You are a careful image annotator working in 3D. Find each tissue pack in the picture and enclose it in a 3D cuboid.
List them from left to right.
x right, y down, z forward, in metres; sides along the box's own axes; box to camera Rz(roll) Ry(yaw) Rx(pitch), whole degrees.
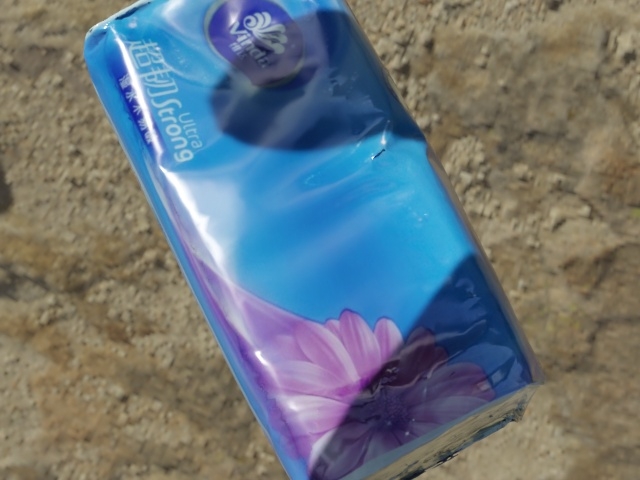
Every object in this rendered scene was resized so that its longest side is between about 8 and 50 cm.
[{"bbox_3d":[0.000,0.000,0.722,0.263,0.146,0.198,61,177,14],"label":"tissue pack"}]
